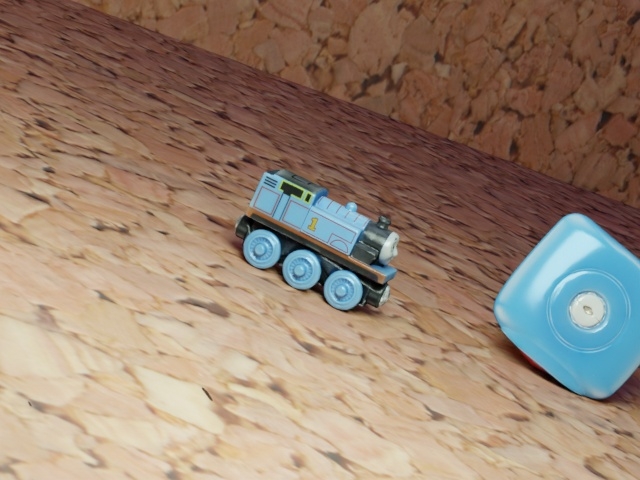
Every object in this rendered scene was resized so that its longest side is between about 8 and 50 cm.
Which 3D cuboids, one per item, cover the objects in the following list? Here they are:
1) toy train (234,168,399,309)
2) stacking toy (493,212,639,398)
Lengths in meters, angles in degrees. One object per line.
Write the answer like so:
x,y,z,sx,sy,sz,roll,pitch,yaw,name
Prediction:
0.000,0.000,1.821,0.184,0.105,0.080,27,12,11,toy train
0.286,0.072,2.031,0.175,0.165,0.302,39,0,-4,stacking toy
